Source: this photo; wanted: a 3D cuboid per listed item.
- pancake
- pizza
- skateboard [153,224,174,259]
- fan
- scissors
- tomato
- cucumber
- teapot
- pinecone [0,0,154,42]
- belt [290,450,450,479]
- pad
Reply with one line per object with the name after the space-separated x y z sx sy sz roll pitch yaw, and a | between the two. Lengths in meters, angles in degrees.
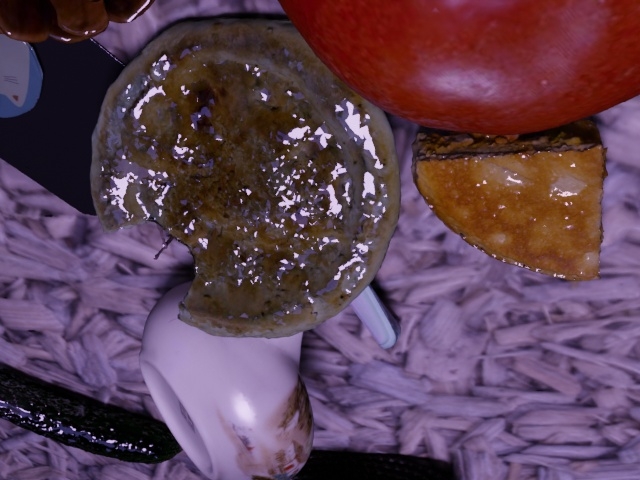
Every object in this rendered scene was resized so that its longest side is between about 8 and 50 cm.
-0.057 -0.041 0.577 0.253 0.037 0.253 5 111 14 | pancake
0.155 -0.037 0.568 0.175 0.046 0.134 38 133 -20 | pizza
-0.159 -0.025 0.690 0.064 0.032 0.083 11 137 17 | skateboard
-0.265 -0.163 0.596 0.113 0.005 0.175 18 138 0 | fan
0.000 0.000 0.664 0.125 0.030 0.256 -18 124 33 | scissors
0.098 -0.176 0.383 0.338 0.144 0.338 8 133 9 | tomato
-0.287 0.224 0.955 0.245 0.067 0.067 23 136 -6 | cucumber
-0.078 0.134 0.741 0.204 0.139 0.298 46 152 22 | teapot
-0.148 -0.195 0.404 0.208 0.208 0.208 9 136 9 | pinecone
0.020 0.332 0.884 0.289 0.184 0.164 -7 127 16 | belt
-0.251 -0.130 0.633 0.267 0.004 0.181 38 132 -21 | pad
